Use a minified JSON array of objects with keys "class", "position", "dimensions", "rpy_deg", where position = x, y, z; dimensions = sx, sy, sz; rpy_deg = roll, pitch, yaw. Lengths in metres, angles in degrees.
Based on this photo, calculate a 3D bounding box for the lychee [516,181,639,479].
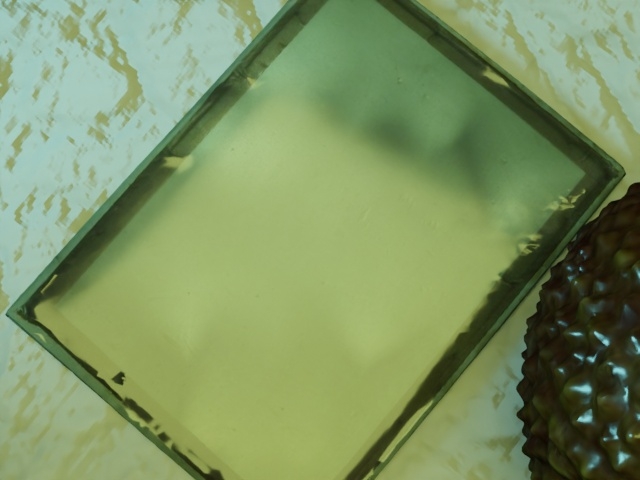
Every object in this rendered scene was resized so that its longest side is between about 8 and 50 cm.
[{"class":"lychee","position":[0.161,0.054,0.392],"dimensions":[0.194,0.194,0.194],"rpy_deg":[0,79,-1]}]

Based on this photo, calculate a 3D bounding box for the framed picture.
[{"class":"framed picture","position":[0.000,0.000,0.478],"dimensions":[0.173,0.010,0.231],"rpy_deg":[41,81,6]}]
